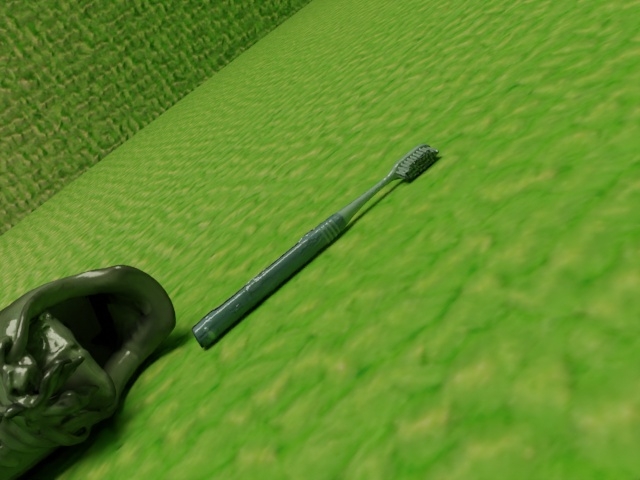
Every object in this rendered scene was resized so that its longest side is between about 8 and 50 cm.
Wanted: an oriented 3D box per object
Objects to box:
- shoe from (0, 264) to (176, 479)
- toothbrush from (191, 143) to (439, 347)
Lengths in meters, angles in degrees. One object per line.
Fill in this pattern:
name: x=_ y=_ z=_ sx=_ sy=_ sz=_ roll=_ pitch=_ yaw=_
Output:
shoe: x=-0.209 y=0.108 z=0.431 sx=0.149 sy=0.109 sz=0.293 roll=-24 pitch=18 yaw=42
toothbrush: x=0.000 y=0.000 z=0.484 sx=0.219 sy=0.016 sz=0.019 roll=-38 pitch=29 yaw=-11
